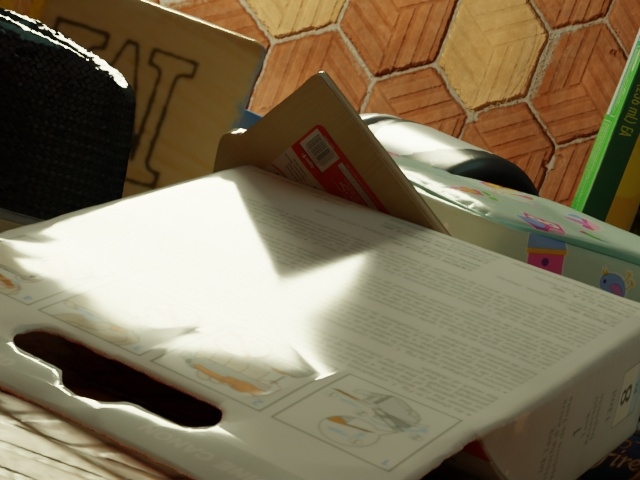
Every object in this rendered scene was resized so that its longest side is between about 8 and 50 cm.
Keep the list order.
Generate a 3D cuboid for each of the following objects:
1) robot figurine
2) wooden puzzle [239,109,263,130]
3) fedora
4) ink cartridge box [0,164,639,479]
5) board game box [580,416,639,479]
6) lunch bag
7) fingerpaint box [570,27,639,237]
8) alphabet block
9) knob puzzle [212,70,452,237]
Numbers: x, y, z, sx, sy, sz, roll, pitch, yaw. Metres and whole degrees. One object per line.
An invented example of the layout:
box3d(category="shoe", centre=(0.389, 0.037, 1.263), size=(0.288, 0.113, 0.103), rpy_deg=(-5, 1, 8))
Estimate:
box3d(category="robot figurine", centre=(0.091, -0.018, 1.577), size=(0.278, 0.173, 0.209), rpy_deg=(28, -26, 49))
box3d(category="wooden puzzle", centre=(-0.056, -0.094, 1.933), size=(0.322, 0.080, 0.348), rpy_deg=(21, -4, -33))
box3d(category="fedora", centre=(-0.246, -0.086, 1.164), size=(0.334, 0.152, 0.334), rpy_deg=(21, 5, -2))
box3d(category="ink cartridge box", centre=(-0.026, 0.070, 0.945), size=(0.308, 0.091, 0.385), rpy_deg=(21, 23, 27))
box3d(category="board game box", centre=(0.131, 0.107, 1.223), size=(0.165, 0.042, 0.243), rpy_deg=(18, 6, -23))
box3d(category="lunch bag", centre=(0.114, 0.012, 1.299), size=(0.224, 0.107, 0.279), rpy_deg=(13, 8, -31))
box3d(category="fingerpaint box", centre=(0.479, -0.049, 1.886), size=(0.371, 0.444, 0.163), rpy_deg=(21, 7, 2))
box3d(category="alphabet block", centre=(-0.195, -0.118, 1.447), size=(0.197, 0.193, 0.192), rpy_deg=(17, 5, -32))
box3d(category="knob puzzle", centre=(0.000, 0.000, 1.170), size=(0.213, 0.213, 0.030), rpy_deg=(23, 36, 24))
